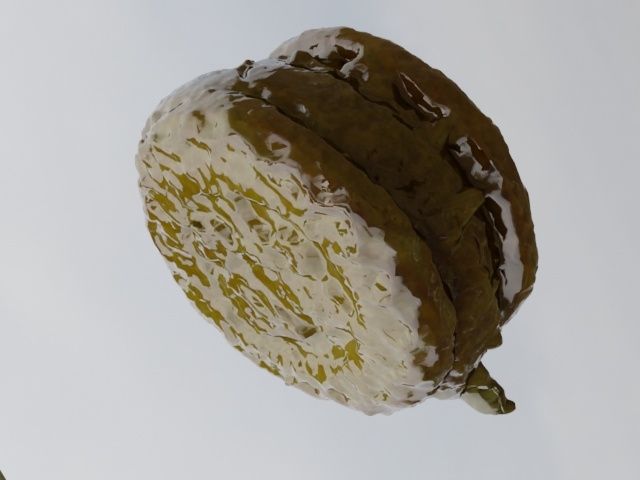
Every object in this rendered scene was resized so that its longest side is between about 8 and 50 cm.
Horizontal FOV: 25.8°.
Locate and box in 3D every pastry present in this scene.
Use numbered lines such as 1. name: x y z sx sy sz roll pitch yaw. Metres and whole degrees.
1. pastry: 0.000 0.000 0.825 0.132 0.240 0.235 -35 -39 -35

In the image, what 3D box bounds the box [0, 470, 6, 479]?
1. box: -0.339 0.236 1.020 0.225 0.117 0.225 -25 -104 -41
